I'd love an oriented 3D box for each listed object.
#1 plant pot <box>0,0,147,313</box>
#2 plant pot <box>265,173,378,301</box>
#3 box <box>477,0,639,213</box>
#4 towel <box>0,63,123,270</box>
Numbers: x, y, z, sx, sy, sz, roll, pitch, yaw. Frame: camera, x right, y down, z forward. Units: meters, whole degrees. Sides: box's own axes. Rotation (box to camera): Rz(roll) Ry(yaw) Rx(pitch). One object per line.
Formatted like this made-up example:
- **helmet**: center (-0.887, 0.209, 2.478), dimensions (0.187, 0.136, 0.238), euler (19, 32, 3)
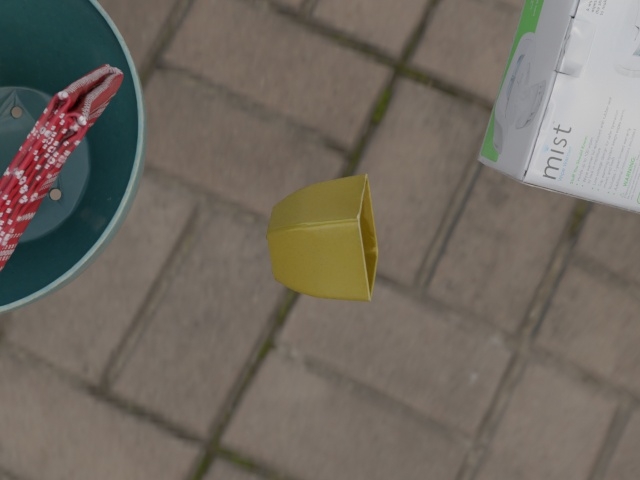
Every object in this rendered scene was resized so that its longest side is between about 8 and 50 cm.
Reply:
- **plant pot**: center (-0.271, -0.075, 1.561), dimensions (0.290, 0.195, 0.290), euler (0, 84, 4)
- **plant pot**: center (0.000, 0.000, 1.612), dimensions (0.083, 0.081, 0.081), euler (-4, 30, 9)
- **box**: center (0.301, -0.160, 1.798), dimensions (0.231, 0.127, 0.262), euler (13, 98, -18)
- **towel**: center (-0.214, 0.013, 1.253), dimensions (0.031, 0.199, 0.275), euler (33, 100, -5)
